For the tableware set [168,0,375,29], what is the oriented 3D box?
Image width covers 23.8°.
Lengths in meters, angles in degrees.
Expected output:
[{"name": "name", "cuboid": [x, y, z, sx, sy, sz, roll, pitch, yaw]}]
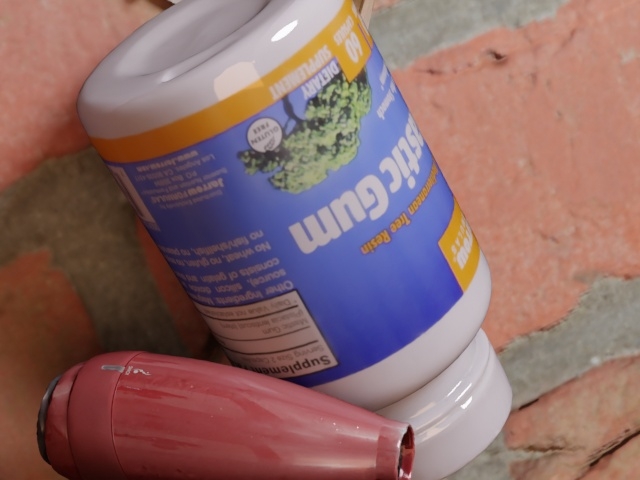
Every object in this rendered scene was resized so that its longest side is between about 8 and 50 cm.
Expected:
[{"name": "tableware set", "cuboid": [-0.018, -0.185, 0.839, 0.168, 0.020, 0.141, 16, 98, -20]}]

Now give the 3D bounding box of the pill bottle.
[{"name": "pill bottle", "cuboid": [0.000, 0.000, 0.815, 0.152, 0.152, 0.272, -34, 114, -7]}]

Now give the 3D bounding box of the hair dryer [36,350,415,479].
[{"name": "hair dryer", "cuboid": [-0.064, 0.145, 0.817, 0.223, 0.080, 0.293, 38, 133, -22]}]
